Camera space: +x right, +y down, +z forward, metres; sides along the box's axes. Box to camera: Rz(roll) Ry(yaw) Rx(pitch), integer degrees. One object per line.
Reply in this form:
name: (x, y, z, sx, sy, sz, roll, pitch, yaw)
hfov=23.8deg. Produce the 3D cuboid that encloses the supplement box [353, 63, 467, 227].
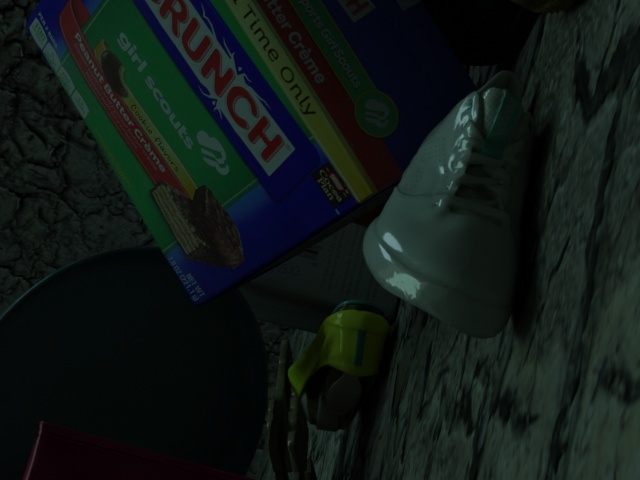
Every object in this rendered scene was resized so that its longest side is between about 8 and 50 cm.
supplement box: (0.073, -0.110, 1.232, 0.233, 0.080, 0.078, -74, 3, -46)

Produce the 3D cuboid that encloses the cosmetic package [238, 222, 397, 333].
cosmetic package: (0.000, 0.000, 1.420, 0.184, 0.151, 0.151, 116, 168, -78)

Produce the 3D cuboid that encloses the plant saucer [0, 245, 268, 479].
plant saucer: (-0.183, 0.153, 1.297, 0.043, 0.317, 0.318, 24, 102, 49)

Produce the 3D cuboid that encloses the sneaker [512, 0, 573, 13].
sneaker: (0.118, -0.172, 0.759, 0.185, 0.069, 0.084, 168, 125, -81)

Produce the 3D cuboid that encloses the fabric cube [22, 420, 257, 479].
fabric cube: (-0.113, 0.299, 1.110, 0.254, 0.259, 0.258, 110, 176, -76)

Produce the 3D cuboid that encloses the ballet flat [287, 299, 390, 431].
ballet flat: (0.013, 0.128, 1.365, 0.231, 0.077, 0.077, 112, 163, -64)

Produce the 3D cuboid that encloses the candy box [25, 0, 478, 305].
candy box: (-0.059, -0.120, 1.072, 0.122, 0.268, 0.317, -32, 0, -30)

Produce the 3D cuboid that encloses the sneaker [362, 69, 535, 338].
sneaker: (0.078, -0.031, 0.781, 0.212, 0.080, 0.094, -78, 14, -64)

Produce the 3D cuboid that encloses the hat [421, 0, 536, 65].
hat: (0.075, -0.275, 0.962, 0.134, 0.331, 0.331, -39, -5, -10)

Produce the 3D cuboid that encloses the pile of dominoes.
pile of dominoes: (-0.036, 0.225, 1.446, 0.251, 0.040, 0.196, -85, -15, -70)
